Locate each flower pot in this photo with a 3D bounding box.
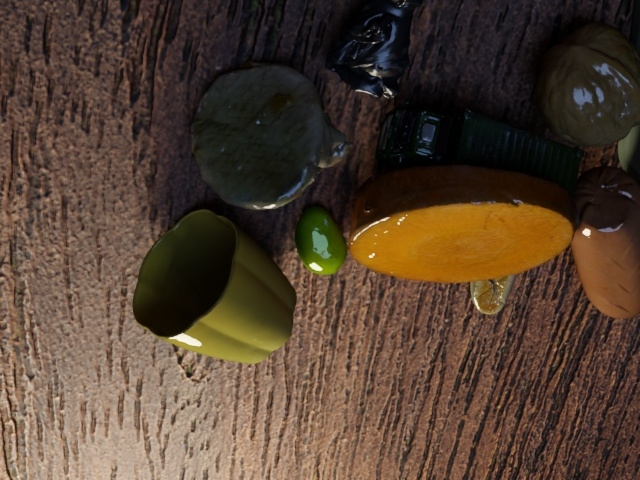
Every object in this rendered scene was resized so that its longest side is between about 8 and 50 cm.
[{"bbox_3d":[-0.135,0.079,1.279,0.195,0.195,0.179,-39,135,15],"label":"flower pot"}]

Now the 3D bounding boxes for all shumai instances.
[{"bbox_3d":[-0.063,-0.132,1.189,0.201,0.201,0.120,-34,164,12],"label":"shumai"}]

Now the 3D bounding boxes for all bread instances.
[{"bbox_3d":[0.275,0.013,1.384,0.073,0.053,0.214,13,117,-2],"label":"bread"}]

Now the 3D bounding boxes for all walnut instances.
[{"bbox_3d":[0.360,-0.201,1.203,0.166,0.149,0.166,-22,123,-38],"label":"walnut"}]

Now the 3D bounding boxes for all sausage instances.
[{"bbox_3d":[0.427,0.007,1.325,0.121,0.121,0.304,-27,144,7],"label":"sausage"}]

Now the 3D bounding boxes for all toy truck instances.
[{"bbox_3d":[0.211,-0.113,1.235,0.259,0.121,0.088,15,82,-19],"label":"toy truck"}]

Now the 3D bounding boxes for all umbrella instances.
[{"bbox_3d":[0.096,-0.304,1.103,0.122,0.110,0.272,-18,141,-50],"label":"umbrella"}]

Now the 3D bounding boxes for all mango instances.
[{"bbox_3d":[0.000,0.000,1.321,0.073,0.056,0.108,-15,113,-6],"label":"mango"}]

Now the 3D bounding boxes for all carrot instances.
[{"bbox_3d":[0.191,-0.026,1.231,0.307,0.100,0.258,-7,157,23],"label":"carrot"}]

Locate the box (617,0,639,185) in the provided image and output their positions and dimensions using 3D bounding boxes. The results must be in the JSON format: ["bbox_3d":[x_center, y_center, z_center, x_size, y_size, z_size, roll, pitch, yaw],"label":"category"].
[{"bbox_3d":[0.604,-0.233,1.217,0.344,0.177,0.352,-7,125,-3],"label":"box"}]
